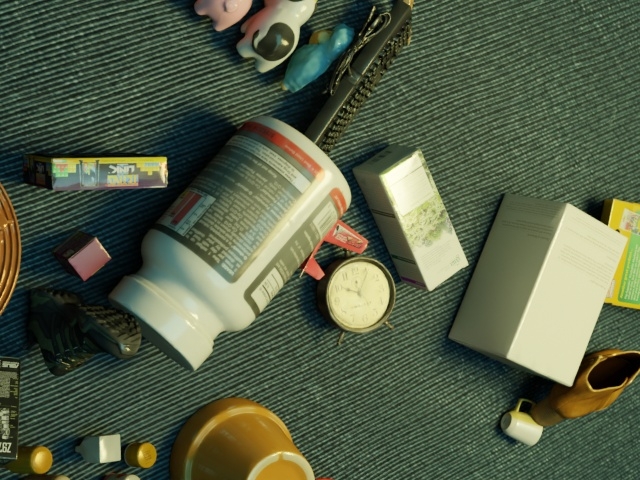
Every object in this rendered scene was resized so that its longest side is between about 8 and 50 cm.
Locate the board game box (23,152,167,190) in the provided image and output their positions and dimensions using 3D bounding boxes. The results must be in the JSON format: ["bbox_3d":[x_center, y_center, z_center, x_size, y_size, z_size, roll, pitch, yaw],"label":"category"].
[{"bbox_3d":[-0.325,-0.100,1.662,0.170,0.141,0.048,-3,99,-30],"label":"board game box"}]

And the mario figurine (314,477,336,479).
[{"bbox_3d":[0.019,0.549,1.944,0.198,0.170,0.321,-48,133,-55],"label":"mario figurine"}]

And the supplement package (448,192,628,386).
[{"bbox_3d":[0.393,0.087,2.095,0.177,0.175,0.293,26,84,-32],"label":"supplement package"}]

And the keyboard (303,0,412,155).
[{"bbox_3d":[0.056,-0.255,1.859,0.317,0.033,0.201,-57,162,-12],"label":"keyboard"}]

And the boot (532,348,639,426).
[{"bbox_3d":[0.548,0.254,2.174,0.295,0.211,0.104,-24,76,-35],"label":"boot"}]

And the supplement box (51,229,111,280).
[{"bbox_3d":[-0.352,0.021,1.698,0.055,0.083,0.043,-41,115,-18],"label":"supplement box"}]

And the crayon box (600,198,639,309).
[{"bbox_3d":[0.649,0.035,2.294,0.322,0.083,0.203,10,92,-32],"label":"crayon box"}]

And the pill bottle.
[{"bbox_3d":[-0.139,0.005,1.748,0.363,0.210,0.210,-50,118,-15],"label":"pill bottle"}]

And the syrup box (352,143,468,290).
[{"bbox_3d":[0.155,-0.038,1.982,0.093,0.096,0.237,-33,113,-20],"label":"syrup box"}]

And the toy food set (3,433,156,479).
[{"bbox_3d":[-0.370,0.354,1.752,0.232,0.104,0.111,2,83,-49],"label":"toy food set"}]

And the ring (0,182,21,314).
[{"bbox_3d":[-0.567,0.005,1.553,0.336,0.032,0.337,4,81,-30],"label":"ring"}]

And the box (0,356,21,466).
[{"bbox_3d":[-0.517,0.235,1.605,0.180,0.077,0.147,9,67,-32],"label":"box"}]

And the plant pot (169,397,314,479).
[{"bbox_3d":[-0.109,0.372,1.834,0.205,0.188,0.205,-5,100,-30],"label":"plant pot"}]

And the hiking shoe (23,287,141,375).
[{"bbox_3d":[-0.340,0.145,1.650,0.086,0.226,0.114,6,100,-48],"label":"hiking shoe"}]

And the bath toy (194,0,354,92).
[{"bbox_3d":[-0.108,-0.383,1.756,0.348,0.129,0.151,37,45,-30],"label":"bath toy"}]

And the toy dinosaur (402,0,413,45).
[{"bbox_3d":[0.156,-0.448,1.939,0.112,0.064,0.212,21,87,-33],"label":"toy dinosaur"}]

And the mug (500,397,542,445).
[{"bbox_3d":[0.379,0.347,2.204,0.064,0.062,0.078,22,49,-23],"label":"mug"}]

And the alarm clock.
[{"bbox_3d":[0.055,0.072,1.956,0.129,0.064,0.192,-13,98,-20],"label":"alarm clock"}]

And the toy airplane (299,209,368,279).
[{"bbox_3d":[0.000,0.000,1.916,0.151,0.028,0.151,3,77,-11],"label":"toy airplane"}]
